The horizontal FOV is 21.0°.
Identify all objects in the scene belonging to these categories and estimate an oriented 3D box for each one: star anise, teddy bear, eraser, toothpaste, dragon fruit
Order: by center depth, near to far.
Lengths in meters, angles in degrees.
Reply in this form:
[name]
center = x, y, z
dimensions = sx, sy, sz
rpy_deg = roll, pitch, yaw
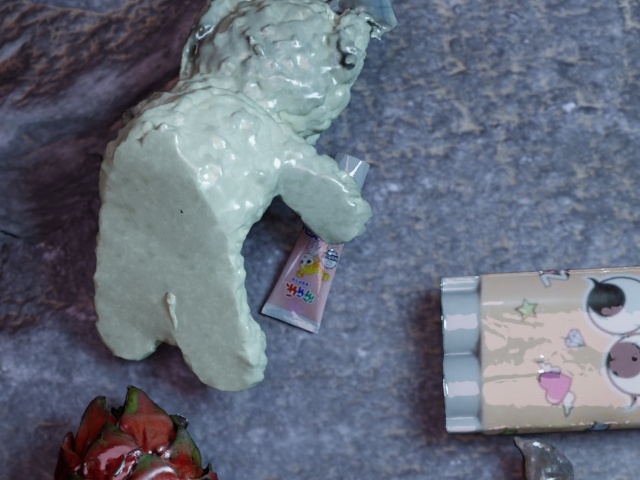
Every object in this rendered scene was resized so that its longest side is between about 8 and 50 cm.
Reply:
[star anise]
center = 0.327, 0.271, 1.738
dimensions = 0.227, 0.148, 0.218
rpy_deg = -17, 80, -4
[eraser]
center = 0.273, 0.117, 1.794
dimensions = 0.290, 0.087, 0.171
rpy_deg = -3, 72, 9
[dragon fruit]
center = -0.195, 0.258, 1.807
dimensions = 0.182, 0.188, 0.182
rpy_deg = -3, 103, -13
[teddy bear]
center = -0.069, -0.088, 1.887
dimensions = 0.327, 0.375, 0.362
rpy_deg = 16, 36, 28
[toothpaste]
center = 0.000, 0.000, 1.894
dimensions = 0.067, 0.043, 0.194
rpy_deg = 20, 87, 12
